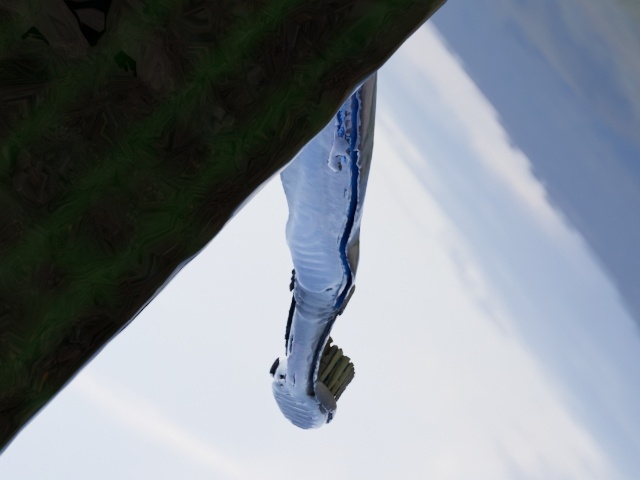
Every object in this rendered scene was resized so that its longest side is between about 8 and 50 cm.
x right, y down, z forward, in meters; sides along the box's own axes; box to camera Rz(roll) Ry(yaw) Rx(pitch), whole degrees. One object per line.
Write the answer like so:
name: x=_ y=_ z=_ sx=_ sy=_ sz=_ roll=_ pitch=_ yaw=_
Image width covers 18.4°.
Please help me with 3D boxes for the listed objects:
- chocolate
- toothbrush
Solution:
chocolate: x=-0.072 y=-0.178 z=0.399 sx=0.161 sy=0.360 sz=0.341 roll=37 pitch=170 yaw=42
toothbrush: x=0.000 y=0.000 z=0.753 sx=0.035 sy=0.042 sz=0.413 roll=28 pitch=160 yaw=9
